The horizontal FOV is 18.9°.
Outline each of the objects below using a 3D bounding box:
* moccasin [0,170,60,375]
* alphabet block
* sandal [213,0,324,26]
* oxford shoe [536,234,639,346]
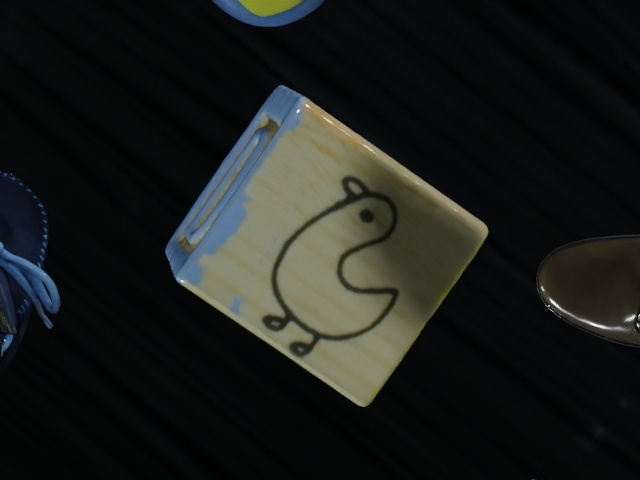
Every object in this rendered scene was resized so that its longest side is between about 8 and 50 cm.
[{"bbox_3d":[-0.252,0.055,1.345,0.117,0.137,0.342,-46,18,35],"label":"moccasin"},{"bbox_3d":[0.000,0.000,1.665,0.192,0.197,0.193,-55,11,4],"label":"alphabet block"},{"bbox_3d":[-0.015,-0.237,1.053,0.126,0.138,0.317,-14,52,19],"label":"sandal"},{"bbox_3d":[0.242,0.040,1.324,0.096,0.227,0.083,5,-85,-56],"label":"oxford shoe"}]
